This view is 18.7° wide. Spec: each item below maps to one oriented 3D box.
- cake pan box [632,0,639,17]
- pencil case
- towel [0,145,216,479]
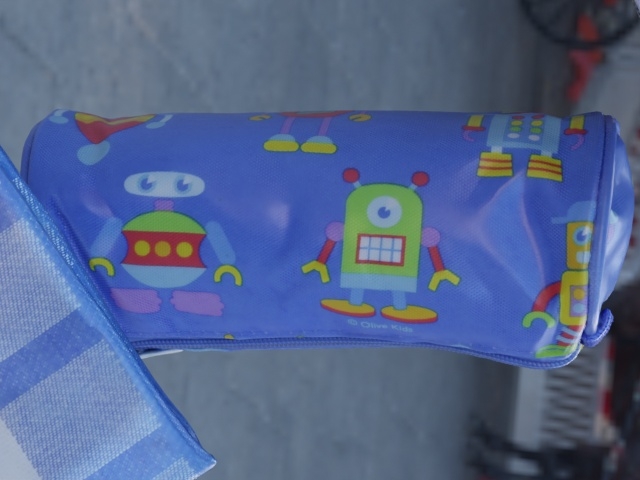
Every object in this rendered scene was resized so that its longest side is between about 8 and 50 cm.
[{"bbox_3d":[0.196,-0.182,0.911,0.246,0.070,0.267,-24,89,-53],"label":"cake pan box"},{"bbox_3d":[0.000,0.000,0.957,0.119,0.306,0.133,27,63,-78],"label":"pencil case"},{"bbox_3d":[-0.211,0.081,0.725,0.209,0.285,0.034,57,-2,-5],"label":"towel"}]
